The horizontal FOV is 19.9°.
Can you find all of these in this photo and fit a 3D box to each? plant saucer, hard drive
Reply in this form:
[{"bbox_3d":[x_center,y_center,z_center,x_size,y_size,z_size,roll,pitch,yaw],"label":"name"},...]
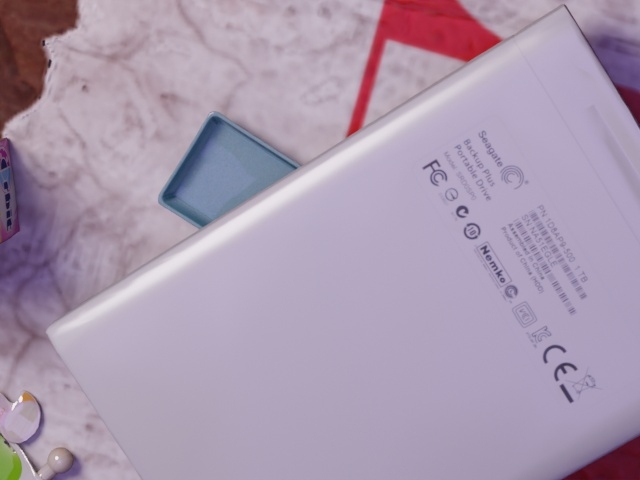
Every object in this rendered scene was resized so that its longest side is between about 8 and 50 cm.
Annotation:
[{"bbox_3d":[0.000,0.000,1.086,0.192,0.018,0.067,33,103,-1],"label":"plant saucer"},{"bbox_3d":[0.050,0.056,1.058,0.353,0.047,0.233,-32,96,11],"label":"hard drive"}]

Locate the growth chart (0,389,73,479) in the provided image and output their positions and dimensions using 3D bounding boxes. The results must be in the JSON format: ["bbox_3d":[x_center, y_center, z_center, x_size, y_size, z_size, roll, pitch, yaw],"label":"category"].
[{"bbox_3d":[-0.287,0.117,1.140,0.237,0.021,0.172,37,101,-2],"label":"growth chart"}]

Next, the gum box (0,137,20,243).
[{"bbox_3d":[-0.285,-0.019,1.068,0.188,0.107,0.062,-3,100,7],"label":"gum box"}]
